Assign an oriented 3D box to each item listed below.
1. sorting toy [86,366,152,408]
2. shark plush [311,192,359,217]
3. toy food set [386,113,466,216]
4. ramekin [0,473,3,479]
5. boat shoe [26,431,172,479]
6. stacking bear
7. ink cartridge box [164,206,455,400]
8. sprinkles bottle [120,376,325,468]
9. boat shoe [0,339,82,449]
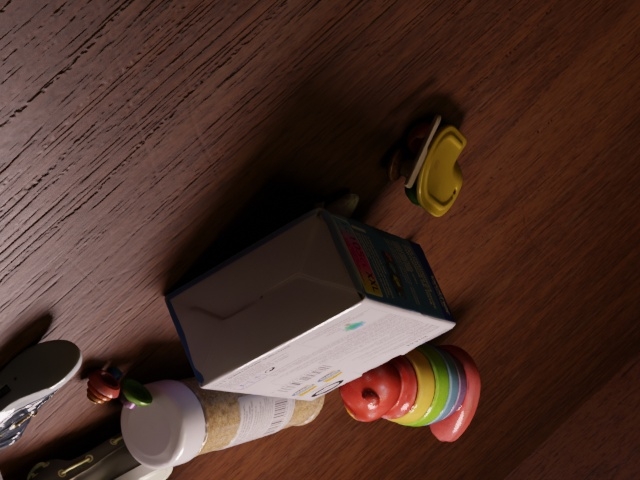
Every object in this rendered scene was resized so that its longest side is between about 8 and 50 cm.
[{"bbox_3d":[-0.280,0.206,1.795,0.102,0.061,0.042,28,108,-39],"label":"sorting toy"},{"bbox_3d":[0.000,0.000,1.903,0.161,0.073,0.067,-59,-179,19],"label":"shark plush"},{"bbox_3d":[0.148,-0.115,1.940,0.128,0.071,0.218,-68,156,-5],"label":"toy food set"},{"bbox_3d":[-0.488,0.310,1.507,0.277,0.135,0.277,-23,146,-17],"label":"ramekin"},{"bbox_3d":[-0.357,0.351,1.865,0.305,0.091,0.109,-21,154,-33],"label":"boat shoe"},{"bbox_3d":[0.146,0.265,2.400,0.289,0.175,0.164,5,128,-49],"label":"stacking bear"},{"bbox_3d":[0.008,0.105,1.874,0.270,0.151,0.395,-29,158,19],"label":"ink cartridge box"},{"bbox_3d":[-0.137,0.248,1.975,0.355,0.121,0.121,-6,135,-56],"label":"sprinkles bottle"},{"bbox_3d":[-0.369,0.193,1.649,0.183,0.065,0.083,-33,153,-5],"label":"boat shoe"}]
